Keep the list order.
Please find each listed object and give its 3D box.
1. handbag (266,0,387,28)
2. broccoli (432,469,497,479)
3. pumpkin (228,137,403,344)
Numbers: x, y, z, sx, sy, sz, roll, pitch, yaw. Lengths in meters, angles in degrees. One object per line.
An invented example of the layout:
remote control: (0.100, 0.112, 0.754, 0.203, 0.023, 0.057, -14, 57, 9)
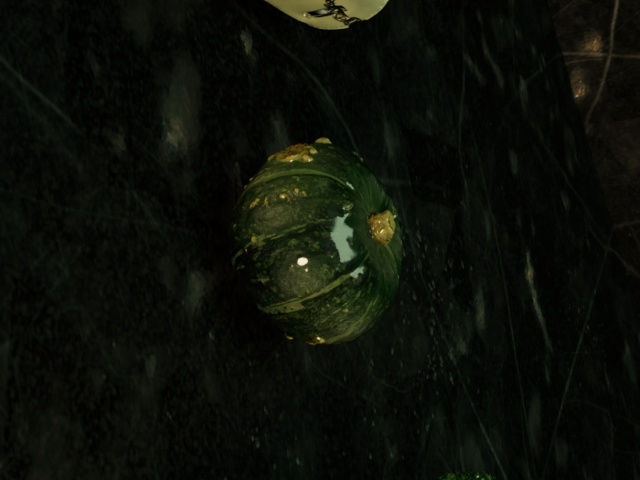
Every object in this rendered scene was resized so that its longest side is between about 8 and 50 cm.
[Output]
handbag: (-0.059, -0.352, 1.316, 0.358, 0.160, 0.237, 15, 72, -61)
broccoli: (0.129, 0.356, 1.278, 0.297, 0.297, 0.298, 17, 90, -81)
pumpkin: (-0.001, 0.001, 1.300, 0.190, 0.146, 0.190, 54, 14, -20)
